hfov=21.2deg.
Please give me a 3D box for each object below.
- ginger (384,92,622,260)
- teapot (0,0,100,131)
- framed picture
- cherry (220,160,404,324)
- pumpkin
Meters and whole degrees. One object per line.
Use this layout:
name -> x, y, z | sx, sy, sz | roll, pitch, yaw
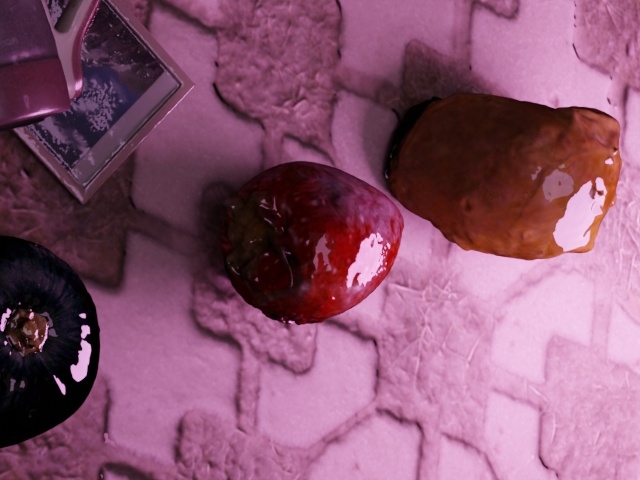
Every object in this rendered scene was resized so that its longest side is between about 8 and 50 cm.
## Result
ginger -> 0.244, -0.077, 2.137 | 0.269, 0.223, 0.200 | 6, 91, -32
teapot -> -0.368, -0.263, 1.762 | 0.315, 0.233, 0.312 | -16, 97, -33
framed picture -> -0.296, -0.208, 1.938 | 0.281, 0.019, 0.209 | 47, 69, -22
cherry -> 0.000, 0.000, 2.018 | 0.250, 0.192, 0.175 | -15, 133, -35
pumpkin -> -0.346, 0.109, 1.820 | 0.233, 0.163, 0.233 | 10, 75, -42
